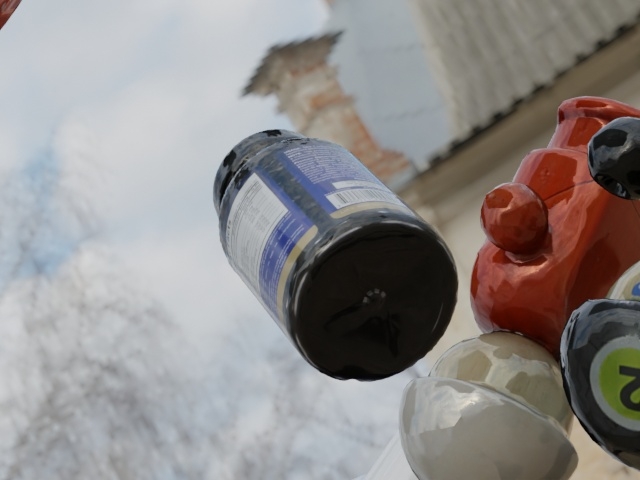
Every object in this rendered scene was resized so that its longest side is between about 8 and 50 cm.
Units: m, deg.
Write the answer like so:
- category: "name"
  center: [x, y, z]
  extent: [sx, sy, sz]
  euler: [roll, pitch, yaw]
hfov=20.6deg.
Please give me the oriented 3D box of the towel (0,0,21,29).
- category: "towel"
  center: [-0.064, -0.204, 0.502]
  extent: [0.199, 0.031, 0.275]
  euler: [-59, -9, -27]

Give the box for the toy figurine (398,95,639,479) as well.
- category: "toy figurine"
  center: [0.146, 0.041, 0.519]
  extent: [0.148, 0.209, 0.213]
  euler: [-63, 10, -21]

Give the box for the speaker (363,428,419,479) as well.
- category: "speaker"
  center: [0.031, 0.129, 0.742]
  extent: [0.136, 0.055, 0.055]
  euler: [-53, -16, -17]

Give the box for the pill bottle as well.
- category: "pill bottle"
  center: [0.000, 0.000, 1.231]
  extent: [0.122, 0.219, 0.123]
  euler: [-8, -65, -18]

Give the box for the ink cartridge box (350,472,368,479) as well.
- category: "ink cartridge box"
  center: [0.017, 0.200, 1.235]
  extent: [0.206, 0.045, 0.208]
  euler: [-24, -4, 18]
